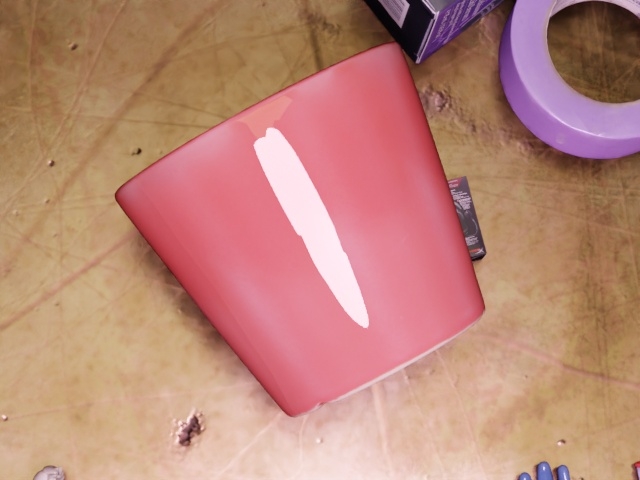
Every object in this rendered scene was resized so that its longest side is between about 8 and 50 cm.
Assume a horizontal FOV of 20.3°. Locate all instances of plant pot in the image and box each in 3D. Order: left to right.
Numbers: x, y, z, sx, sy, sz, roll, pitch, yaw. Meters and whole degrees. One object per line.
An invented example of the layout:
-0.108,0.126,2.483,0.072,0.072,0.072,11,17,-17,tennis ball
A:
0.000,0.000,1.523,0.275,0.275,0.243,-29,92,-8,plant pot

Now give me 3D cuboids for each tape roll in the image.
0.262,-0.175,1.649,0.189,0.080,0.189,0,79,-2,tape roll

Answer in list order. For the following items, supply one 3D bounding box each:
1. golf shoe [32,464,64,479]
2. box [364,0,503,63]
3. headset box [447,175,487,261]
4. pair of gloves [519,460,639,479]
-0.271,0.274,1.539,0.086,0.069,0.176,12,77,6,golf shoe
0.142,-0.278,1.625,0.207,0.153,0.108,-37,83,-9,box
0.110,-0.018,1.633,0.062,0.032,0.083,-14,79,-6,headset box
0.256,0.271,1.588,0.198,0.023,0.159,-5,77,-5,pair of gloves
